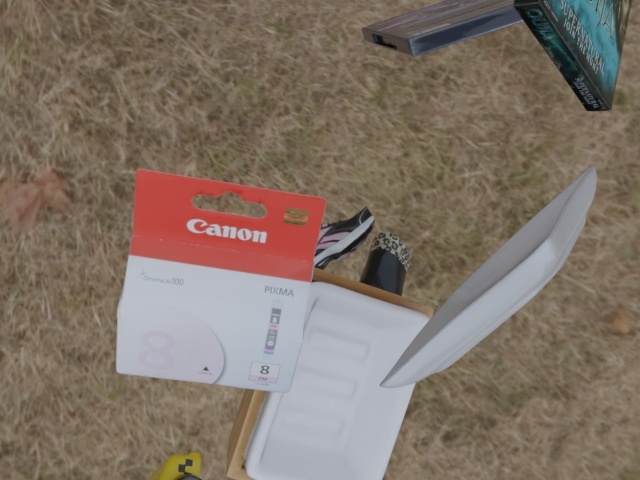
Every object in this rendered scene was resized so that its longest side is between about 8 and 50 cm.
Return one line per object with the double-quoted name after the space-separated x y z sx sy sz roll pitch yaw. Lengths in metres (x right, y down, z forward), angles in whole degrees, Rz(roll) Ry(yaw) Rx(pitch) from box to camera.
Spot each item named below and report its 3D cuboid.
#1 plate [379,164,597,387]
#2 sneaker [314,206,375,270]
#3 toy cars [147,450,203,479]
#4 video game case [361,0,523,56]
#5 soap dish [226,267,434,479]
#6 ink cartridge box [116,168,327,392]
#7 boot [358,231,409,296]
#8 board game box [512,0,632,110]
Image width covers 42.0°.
0.214 0.050 0.988 0.045 0.278 0.277 44 125 5 "plate"
0.000 0.000 1.215 0.178 0.072 0.077 -37 79 -13 "sneaker"
-0.196 0.393 0.789 0.087 0.176 0.394 15 93 -21 "toy cars"
0.174 -0.290 1.087 0.196 0.274 0.026 -19 108 -3 "video game case"
0.010 0.195 1.140 0.228 0.118 0.291 19 89 -26 "soap dish"
-0.104 0.051 0.835 0.189 0.066 0.232 8 133 -6 "ink cartridge box"
0.113 0.119 1.422 0.179 0.085 0.236 -66 149 -34 "boot"
0.224 -0.209 0.721 0.186 0.026 0.126 30 71 -50 "board game box"
